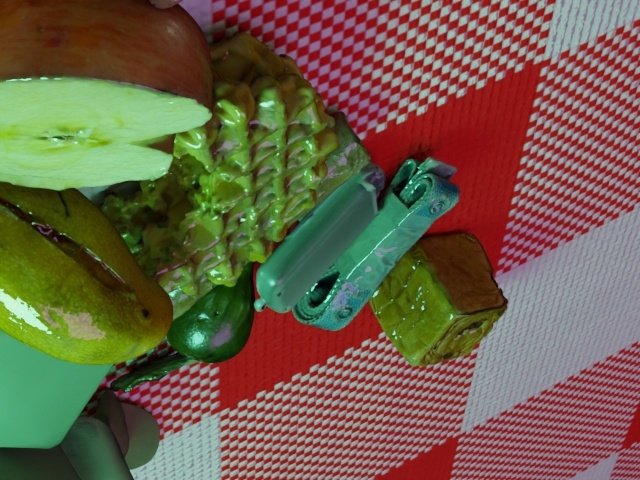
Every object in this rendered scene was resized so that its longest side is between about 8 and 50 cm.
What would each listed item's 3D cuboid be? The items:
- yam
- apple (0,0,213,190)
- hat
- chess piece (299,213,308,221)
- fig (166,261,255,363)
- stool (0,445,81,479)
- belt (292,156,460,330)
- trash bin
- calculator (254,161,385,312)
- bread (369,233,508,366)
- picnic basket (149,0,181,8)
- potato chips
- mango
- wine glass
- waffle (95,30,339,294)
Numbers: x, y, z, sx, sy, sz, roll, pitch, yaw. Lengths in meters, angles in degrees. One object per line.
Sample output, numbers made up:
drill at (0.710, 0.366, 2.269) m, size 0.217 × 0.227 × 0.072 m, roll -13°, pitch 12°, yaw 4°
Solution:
yam at (-0.088, -0.020, 1.949) m, size 0.357 × 0.081 × 0.081 m, roll -39°, pitch 150°, yaw 8°
apple at (-0.236, -0.166, 1.475) m, size 0.251 × 0.163 × 0.293 m, roll 4°, pitch 161°, yaw -22°
hat at (-0.286, 0.304, 2.155) m, size 0.166 × 0.144 × 0.173 m, roll -44°, pitch 127°, yaw 16°
chess piece at (-0.006, -0.068, 2.008) m, size 0.035 × 0.035 × 0.092 m, roll 5°, pitch 126°, yaw -49°
fig at (-0.124, 0.078, 2.029) m, size 0.177 × 0.117 × 0.117 m, roll -55°, pitch 147°, yaw 10°
stool at (-0.431, 0.337, 1.897) m, size 0.243 × 0.269 × 0.170 m, roll -45°, pitch 150°, yaw 14°
belt at (0.073, 0.003, 2.140) m, size 0.072 × 0.087 × 0.302 m, roll 22°, pitch 117°, yaw -42°
trash bin at (-0.409, 0.115, 1.719) m, size 0.343 × 0.158 × 0.223 m, roll 4°, pitch 131°, yaw -47°
calculator at (0.000, 0.000, 2.029) m, size 0.246 × 0.045 × 0.141 m, roll -48°, pitch 165°, yaw -9°
bread at (0.175, 0.087, 2.303) m, size 0.158 × 0.143 × 0.149 m, roll 1°, pitch 140°, yaw -47°
picnic basket at (-0.131, -0.383, 1.303) m, size 0.228 × 0.175 × 0.313 m, roll -35°, pitch 154°, yaw -4°
potato chips at (-0.183, 0.163, 2.107) m, size 0.207 × 0.028 × 0.092 m, roll -19°, pitch -171°, yaw -22°
mango at (-0.279, 0.025, 1.638) m, size 0.295 × 0.177 × 0.120 m, roll 32°, pitch 138°, yaw -14°
wine glass at (-0.300, 0.282, 1.993) m, size 0.103 × 0.231 × 0.103 m, roll -27°, pitch 150°, yaw -18°
waffle at (-0.124, -0.083, 1.750) m, size 0.261 × 0.151 × 0.324 m, roll -20°, pitch 150°, yaw -34°
